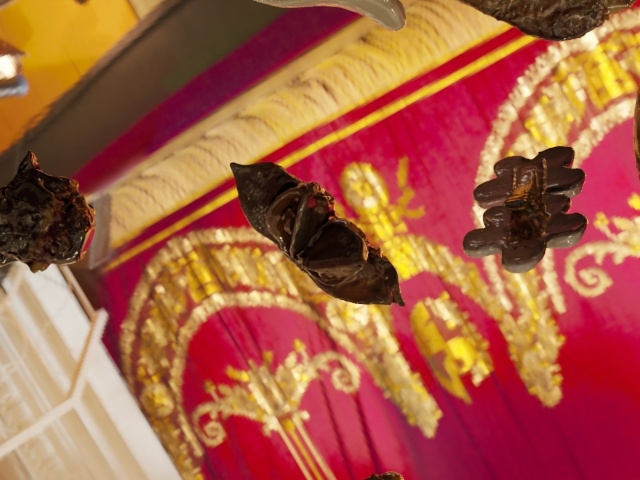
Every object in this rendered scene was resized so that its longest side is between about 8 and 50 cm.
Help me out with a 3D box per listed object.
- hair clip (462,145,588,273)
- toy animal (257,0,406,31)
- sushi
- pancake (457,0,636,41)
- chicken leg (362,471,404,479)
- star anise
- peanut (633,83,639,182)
[{"bbox_3d":[0.245,-0.047,1.156,0.146,0.075,0.257,-18,-162,23],"label":"hair clip"},{"bbox_3d":[0.027,-0.330,1.002,0.289,0.249,0.174,-22,-146,33],"label":"toy animal"},{"bbox_3d":[-0.457,-0.029,1.605,0.153,0.151,0.172,119,-4,-67],"label":"sushi"},{"bbox_3d":[0.284,-0.411,1.161,0.356,0.356,0.065,-29,-151,14],"label":"pancake"},{"bbox_3d":[0.075,0.507,1.876,0.198,0.084,0.069,-7,-150,-20],"label":"chicken leg"},{"bbox_3d":[-0.013,-0.013,1.375,0.108,0.315,0.315,-45,-175,0],"label":"star anise"},{"bbox_3d":[0.276,-0.044,0.666,0.108,0.225,0.095,-16,158,20],"label":"peanut"}]
